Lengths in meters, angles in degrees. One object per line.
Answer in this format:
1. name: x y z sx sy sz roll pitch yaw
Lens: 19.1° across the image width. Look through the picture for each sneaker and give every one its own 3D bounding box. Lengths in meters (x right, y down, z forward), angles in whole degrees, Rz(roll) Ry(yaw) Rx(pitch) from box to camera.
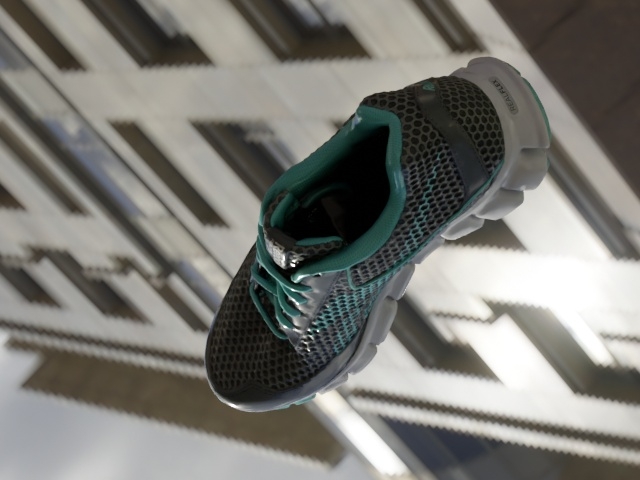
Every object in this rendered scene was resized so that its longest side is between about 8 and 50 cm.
1. sneaker: 0.000 0.000 0.641 0.166 0.076 0.065 -50 -116 32
